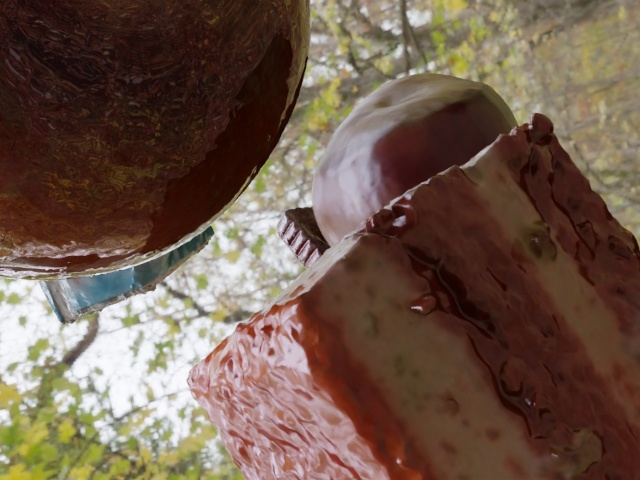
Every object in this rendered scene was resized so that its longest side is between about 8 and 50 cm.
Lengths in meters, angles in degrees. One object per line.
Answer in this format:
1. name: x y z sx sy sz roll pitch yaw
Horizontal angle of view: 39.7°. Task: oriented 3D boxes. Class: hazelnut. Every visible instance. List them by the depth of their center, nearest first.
1. hazelnut: 0.162 -0.095 1.463 0.359 0.359 0.409 68 -159 -11

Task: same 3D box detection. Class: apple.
1. apple: -0.177 -0.145 0.555 0.348 0.277 0.349 7 -102 -33

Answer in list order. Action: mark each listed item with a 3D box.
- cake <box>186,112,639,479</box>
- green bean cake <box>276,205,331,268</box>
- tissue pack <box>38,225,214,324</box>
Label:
1. cake: 0.101 0.107 0.706 0.319 0.270 0.269 -33 -94 -31
2. green bean cake: 0.000 0.000 1.577 0.135 0.056 0.135 -11 -127 -50
3. tissue pack: -0.221 -0.082 0.850 0.201 0.124 0.271 -57 -55 -73
